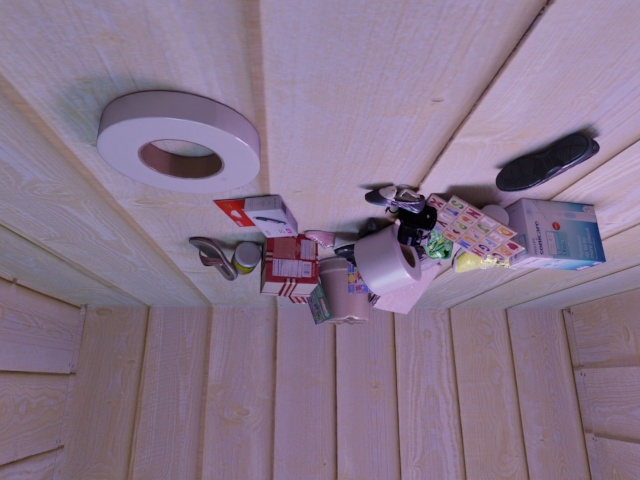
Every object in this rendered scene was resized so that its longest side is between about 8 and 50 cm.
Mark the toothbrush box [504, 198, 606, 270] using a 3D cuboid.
[{"bbox_3d":[0.811,-0.017,1.527,0.296,0.216,0.126,4,161,-11],"label":"toothbrush box"}]

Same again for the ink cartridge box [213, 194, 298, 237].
[{"bbox_3d":[-0.226,-0.077,1.573,0.239,0.060,0.275,-5,162,9],"label":"ink cartridge box"}]

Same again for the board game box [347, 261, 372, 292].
[{"bbox_3d":[0.195,0.145,2.032,0.136,0.201,0.035,-2,162,6],"label":"board game box"}]

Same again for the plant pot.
[{"bbox_3d":[0.138,0.270,2.249,0.334,0.305,0.334,-1,162,0],"label":"plant pot"}]

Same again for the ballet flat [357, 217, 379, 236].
[{"bbox_3d":[0.187,-0.049,1.716,0.058,0.049,0.173,-24,175,-19],"label":"ballet flat"}]

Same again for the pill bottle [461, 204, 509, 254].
[{"bbox_3d":[0.592,-0.040,1.584,0.131,0.131,0.229,-1,161,2],"label":"pill bottle"}]

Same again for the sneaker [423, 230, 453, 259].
[{"bbox_3d":[0.459,0.008,1.741,0.109,0.123,0.296,-16,156,40],"label":"sneaker"}]

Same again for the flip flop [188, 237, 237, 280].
[{"bbox_3d":[-0.471,0.091,1.907,0.112,0.080,0.277,-6,130,39],"label":"flip flop"}]

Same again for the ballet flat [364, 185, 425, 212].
[{"bbox_3d":[0.243,-0.141,1.389,0.203,0.074,0.074,11,160,-13],"label":"ballet flat"}]

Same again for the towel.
[{"bbox_3d":[0.435,0.223,2.204,0.317,0.053,0.331,17,113,-42],"label":"towel"}]

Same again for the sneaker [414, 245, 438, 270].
[{"bbox_3d":[0.438,0.075,1.978,0.321,0.127,0.126,-17,149,-38],"label":"sneaker"}]

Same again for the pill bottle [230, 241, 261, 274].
[{"bbox_3d":[-0.343,0.089,1.981,0.117,0.117,0.215,5,161,-17],"label":"pill bottle"}]

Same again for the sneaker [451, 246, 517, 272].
[{"bbox_3d":[0.701,0.050,1.717,0.385,0.147,0.145,-29,146,28],"label":"sneaker"}]

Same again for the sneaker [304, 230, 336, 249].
[{"bbox_3d":[0.000,0.000,1.795,0.134,0.070,0.051,6,164,-17],"label":"sneaker"}]

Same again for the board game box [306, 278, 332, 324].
[{"bbox_3d":[-0.037,0.253,2.178,0.046,0.317,0.213,-16,166,-18],"label":"board game box"}]

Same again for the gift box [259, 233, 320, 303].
[{"bbox_3d":[-0.123,0.125,1.886,0.277,0.255,0.258,9,158,-11],"label":"gift box"}]

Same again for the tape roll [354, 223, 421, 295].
[{"bbox_3d":[0.267,0.077,1.711,0.169,0.246,0.246,-26,152,28],"label":"tape roll"}]

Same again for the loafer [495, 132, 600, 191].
[{"bbox_3d":[0.612,-0.195,1.180,0.084,0.096,0.267,5,160,-34],"label":"loafer"}]

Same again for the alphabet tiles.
[{"bbox_3d":[0.508,-0.038,1.493,0.343,0.011,0.285,31,163,7],"label":"alphabet tiles"}]

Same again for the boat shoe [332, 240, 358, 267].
[{"bbox_3d":[0.187,0.074,1.891,0.127,0.113,0.340,-21,162,35],"label":"boat shoe"}]

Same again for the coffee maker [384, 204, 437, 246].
[{"bbox_3d":[0.323,-0.064,1.558,0.171,0.120,0.178,37,166,16],"label":"coffee maker"}]

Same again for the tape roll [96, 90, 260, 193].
[{"bbox_3d":[-0.342,-0.226,1.091,0.392,0.072,0.392,-1,162,0],"label":"tape roll"}]
